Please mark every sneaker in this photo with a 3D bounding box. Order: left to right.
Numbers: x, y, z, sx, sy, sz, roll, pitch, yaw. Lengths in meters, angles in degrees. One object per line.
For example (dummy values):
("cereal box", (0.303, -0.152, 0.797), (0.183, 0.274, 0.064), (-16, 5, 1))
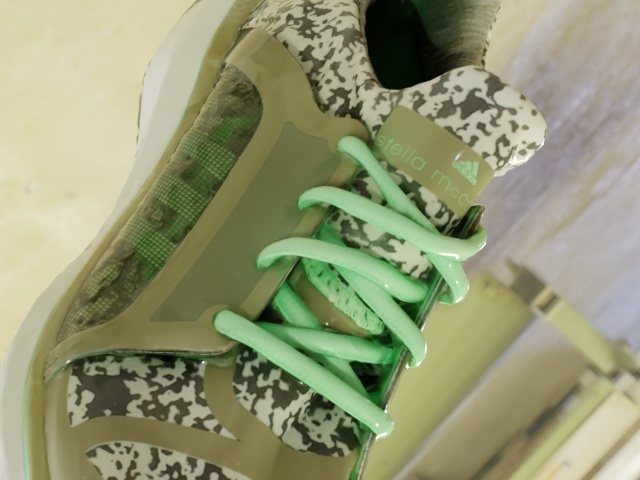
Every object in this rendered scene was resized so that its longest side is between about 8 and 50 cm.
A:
("sneaker", (0.000, 0.000, 0.600), (0.182, 0.158, 0.410), (-34, -147, 37))
